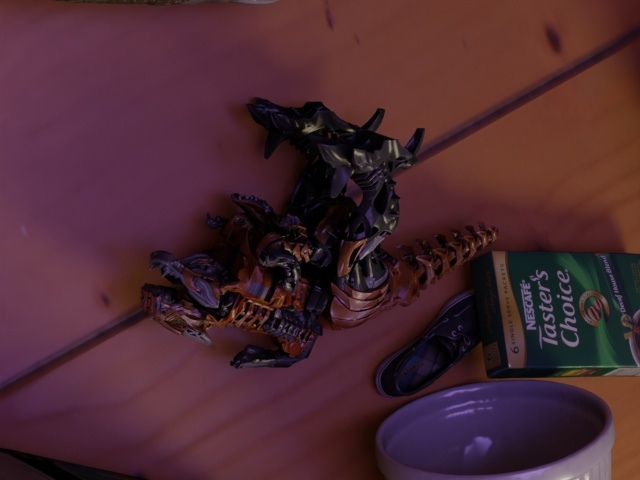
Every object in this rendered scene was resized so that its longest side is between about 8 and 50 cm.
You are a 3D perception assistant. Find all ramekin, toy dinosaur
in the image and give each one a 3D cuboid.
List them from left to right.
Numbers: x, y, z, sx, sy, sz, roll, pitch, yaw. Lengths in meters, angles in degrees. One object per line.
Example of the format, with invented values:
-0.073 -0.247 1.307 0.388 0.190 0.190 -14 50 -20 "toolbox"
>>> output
0.000 0.000 1.620 0.322 0.164 0.218 -15 115 -49 "toy dinosaur"
0.154 0.208 1.647 0.207 0.207 0.109 -15 109 -21 "ramekin"

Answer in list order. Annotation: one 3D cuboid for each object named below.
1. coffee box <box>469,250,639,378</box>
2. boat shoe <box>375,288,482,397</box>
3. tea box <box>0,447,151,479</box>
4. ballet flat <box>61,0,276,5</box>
0.227 0.067 1.726 0.184 0.040 0.113 3 73 -28 "coffee box"
0.111 0.095 1.705 0.142 0.040 0.049 -39 106 -16 "boat shoe"
-0.167 0.295 1.443 0.323 0.329 0.220 17 86 -24 "tea box"
-0.029 -0.310 1.575 0.483 0.164 0.182 -46 128 -16 "ballet flat"
